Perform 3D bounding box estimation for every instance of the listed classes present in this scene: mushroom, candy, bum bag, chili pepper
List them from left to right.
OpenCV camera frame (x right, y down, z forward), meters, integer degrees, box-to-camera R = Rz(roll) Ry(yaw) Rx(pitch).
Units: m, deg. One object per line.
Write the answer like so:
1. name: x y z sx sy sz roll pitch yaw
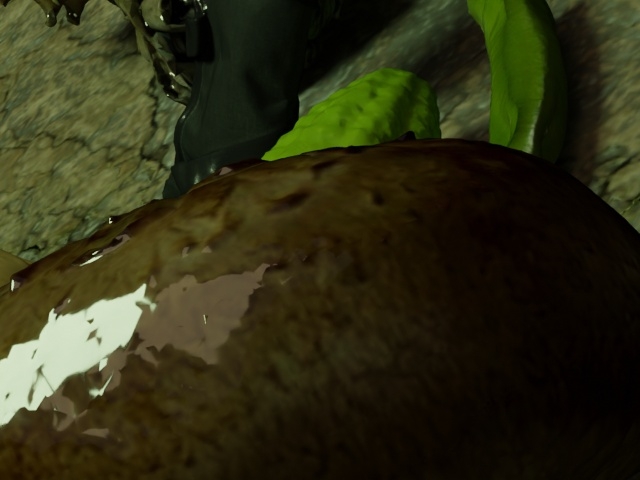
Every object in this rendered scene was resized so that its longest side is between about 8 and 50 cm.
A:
1. bum bag: -0.042 -0.089 0.979 0.087 0.197 0.049 27 30 35
2. mushroom: -0.001 0.072 0.605 0.297 0.278 0.163 122 145 -62
3. candy: 0.000 0.000 0.872 0.097 0.096 0.209 -11 39 44
4. chili pepper: 0.085 -0.058 0.888 0.052 0.050 0.201 -40 25 37

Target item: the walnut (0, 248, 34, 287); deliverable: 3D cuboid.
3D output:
1. walnut: -0.189 0.085 0.919 0.197 0.165 0.165 -25 33 34

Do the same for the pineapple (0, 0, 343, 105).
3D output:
1. pineapple: -0.084 -0.186 1.148 0.262 0.262 0.272 -44 52 -3
